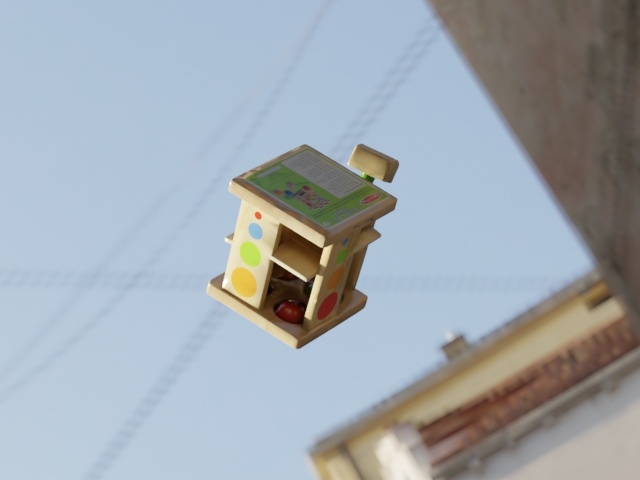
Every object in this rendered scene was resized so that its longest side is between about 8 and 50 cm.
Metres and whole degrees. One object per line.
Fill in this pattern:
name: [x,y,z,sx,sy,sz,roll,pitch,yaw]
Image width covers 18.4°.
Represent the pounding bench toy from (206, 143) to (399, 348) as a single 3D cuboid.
pounding bench toy: [0.000,0.000,0.852,0.083,0.052,0.065,-29,-38,-47]
